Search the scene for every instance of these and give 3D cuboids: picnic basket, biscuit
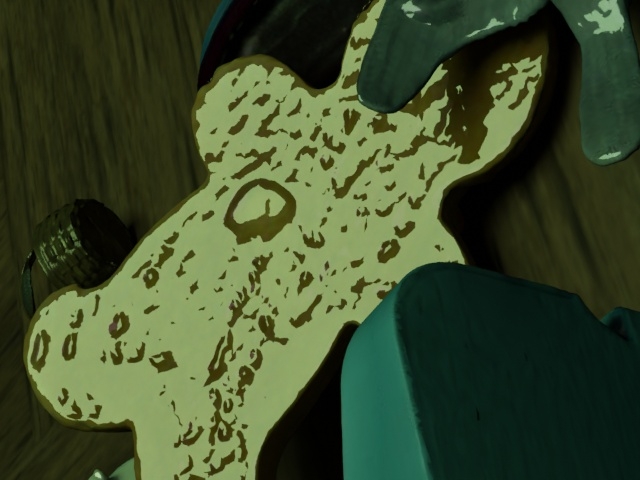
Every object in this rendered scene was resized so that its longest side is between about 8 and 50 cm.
[{"bbox_3d":[-0.168,0.017,1.236,0.083,0.072,0.072,-38,46,25],"label":"picnic basket"},{"bbox_3d":[0.000,0.000,0.965,0.216,0.047,0.340,42,99,30],"label":"biscuit"}]

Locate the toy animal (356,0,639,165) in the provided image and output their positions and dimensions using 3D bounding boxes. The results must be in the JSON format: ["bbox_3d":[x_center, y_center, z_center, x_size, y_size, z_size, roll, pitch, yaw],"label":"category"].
[{"bbox_3d":[0.120,-0.156,0.857,0.239,0.176,0.255,-20,80,35],"label":"toy animal"}]

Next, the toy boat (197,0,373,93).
[{"bbox_3d":[-0.003,-0.131,1.039,0.223,0.100,0.097,-48,16,34],"label":"toy boat"}]

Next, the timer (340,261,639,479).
[{"bbox_3d":[0.112,0.141,0.624,0.091,0.231,0.250,-44,42,42],"label":"timer"}]

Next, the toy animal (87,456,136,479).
[{"bbox_3d":[-0.087,0.117,1.077,0.124,0.085,0.071,-67,16,1],"label":"toy animal"}]
